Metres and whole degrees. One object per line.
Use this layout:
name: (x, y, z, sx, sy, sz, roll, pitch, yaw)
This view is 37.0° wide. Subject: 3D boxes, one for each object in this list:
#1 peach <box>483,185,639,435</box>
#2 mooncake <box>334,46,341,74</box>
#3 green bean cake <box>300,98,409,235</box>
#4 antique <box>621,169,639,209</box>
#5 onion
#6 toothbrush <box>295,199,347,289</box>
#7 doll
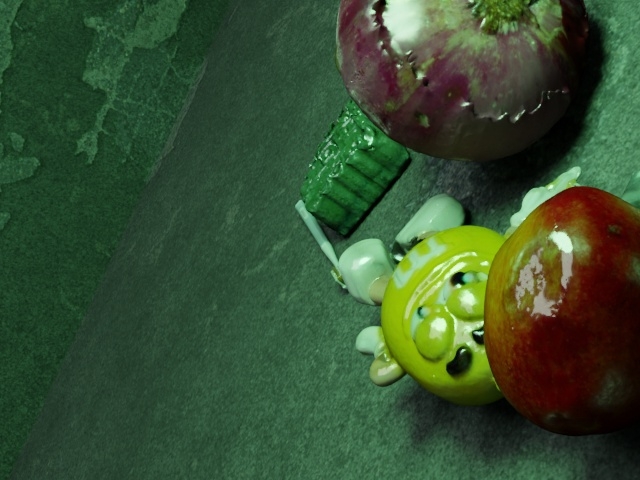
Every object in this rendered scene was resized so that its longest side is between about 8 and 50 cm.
peach: (0.259, 0.072, 0.931, 0.199, 0.243, 0.243, 1, 54, 13)
mooncake: (0.162, -0.375, 1.704, 0.284, 0.155, 0.284, -38, 35, 34)
green bean cake: (0.046, -0.135, 1.714, 0.208, 0.107, 0.193, -53, 28, 16)
antique: (0.401, -0.013, 0.991, 0.183, 0.088, 0.086, 15, 76, 62)
onion: (0.187, -0.288, 1.360, 0.358, 0.358, 0.345, -62, 24, -6)
toothbrush: (0.002, 0.001, 1.732, 0.025, 0.030, 0.342, -49, 26, 10)
doll: (0.175, 0.052, 1.251, 0.423, 0.161, 0.348, -9, 44, 56)
